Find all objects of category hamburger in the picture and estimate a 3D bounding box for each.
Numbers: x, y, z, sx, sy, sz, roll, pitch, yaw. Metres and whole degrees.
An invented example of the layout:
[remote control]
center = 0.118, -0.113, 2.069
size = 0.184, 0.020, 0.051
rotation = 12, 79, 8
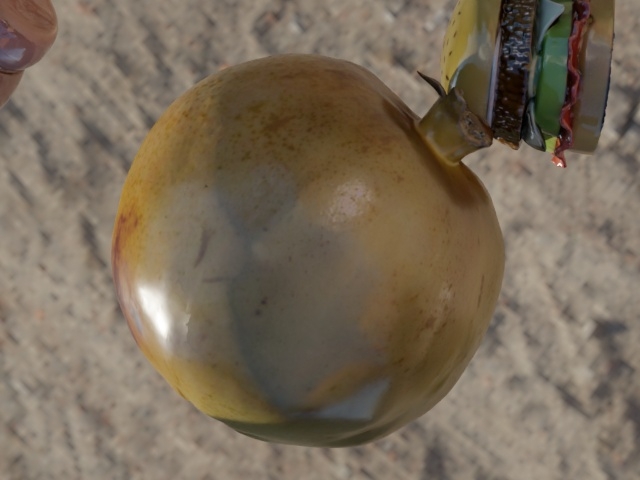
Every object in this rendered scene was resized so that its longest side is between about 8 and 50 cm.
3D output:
[hamburger]
center = 0.166, -0.145, 1.533
size = 0.137, 0.175, 0.175
rotation = 6, 134, 6

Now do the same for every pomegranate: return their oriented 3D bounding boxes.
[pomegranate]
center = 0.000, 0.000, 1.436
size = 0.319, 0.319, 0.319
rotation = 24, 139, 23

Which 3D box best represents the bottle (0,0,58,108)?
[bottle]
center = -0.456, -0.215, 2.193
size = 0.297, 0.173, 0.206
rotation = -35, 123, 25
